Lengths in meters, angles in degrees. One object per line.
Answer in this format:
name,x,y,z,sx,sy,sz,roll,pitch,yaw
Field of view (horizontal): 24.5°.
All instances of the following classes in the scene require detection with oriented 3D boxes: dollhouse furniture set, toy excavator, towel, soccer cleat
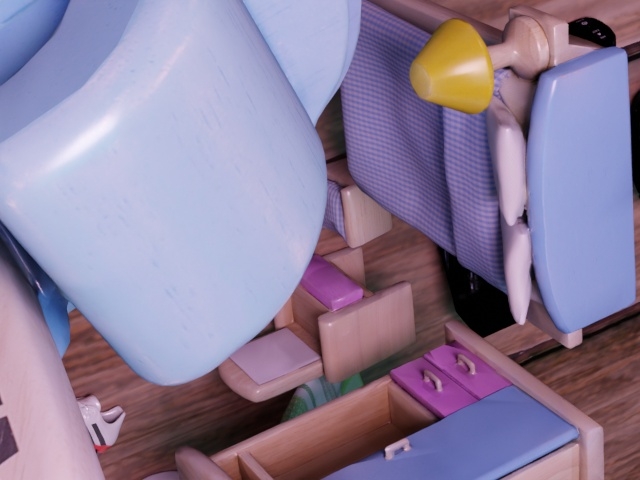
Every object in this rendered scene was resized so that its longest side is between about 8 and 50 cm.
dollhouse furniture set,0.000,0.000,0.795,0.198,0.286,0.303,-22,123,-24
toy excavator,-0.130,0.018,0.594,0.433,0.445,0.222,-36,134,-5
towel,0.002,0.138,0.997,0.113,0.023,0.152,75,29,-43
soccer cleat,-0.160,0.112,0.939,0.083,0.029,0.035,27,97,-45

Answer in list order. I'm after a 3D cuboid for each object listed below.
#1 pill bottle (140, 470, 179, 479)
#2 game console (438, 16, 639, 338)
pill bottle,-0.073,0.244,0.975,0.108,0.193,0.108,-17,129,-22
game console,0.238,-0.078,1.038,0.361,0.044,0.213,-23,132,-17
